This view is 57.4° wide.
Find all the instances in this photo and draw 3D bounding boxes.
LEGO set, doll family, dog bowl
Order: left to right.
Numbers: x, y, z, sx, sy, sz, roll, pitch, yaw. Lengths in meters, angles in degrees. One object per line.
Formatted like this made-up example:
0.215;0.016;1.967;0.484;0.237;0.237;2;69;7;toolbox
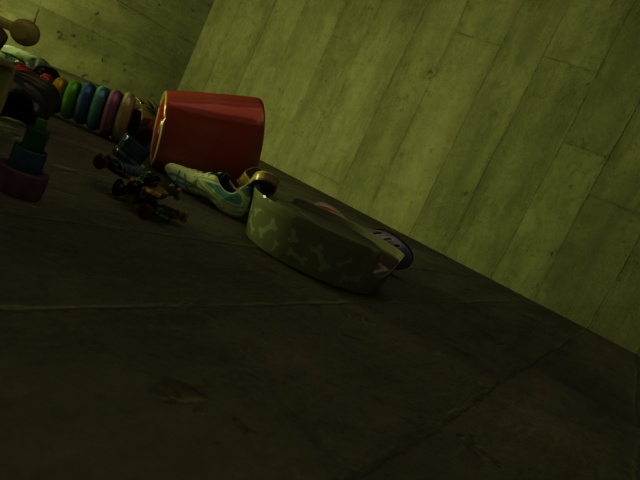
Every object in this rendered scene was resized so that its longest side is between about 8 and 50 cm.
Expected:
-0.313;-0.092;1.002;0.192;0.076;0.111;24;11;31;doll family
-0.410;-0.249;1.663;0.227;0.087;0.093;28;9;-31;LEGO set
0.000;0.000;1.233;0.348;0.102;0.349;24;8;-3;dog bowl

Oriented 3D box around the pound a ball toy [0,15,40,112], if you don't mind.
-0.679;-0.354;1.058;0.319;0.208;0.136;24;8;-6;pound a ball toy

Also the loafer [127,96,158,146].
-0.567;-0.376;1.797;0.130;0.134;0.366;18;11;-44;loafer

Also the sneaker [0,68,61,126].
-0.695;-0.333;1.217;0.286;0.109;0.130;23;32;-24;sneaker

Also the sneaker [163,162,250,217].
-0.261;-0.133;1.357;0.237;0.086;0.085;27;10;19;sneaker

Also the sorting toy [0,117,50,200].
-0.425;-0.119;0.627;0.127;0.126;0.365;27;9;15;sorting toy

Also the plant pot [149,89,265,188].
-0.299;-0.261;1.507;0.243;0.275;0.275;11;13;-22;plant pot

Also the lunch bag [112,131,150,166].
-0.431;-0.197;1.322;0.067;0.065;0.098;39;1;-24;lunch bag

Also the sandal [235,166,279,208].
-0.151;-0.140;1.397;0.088;0.079;0.240;24;-19;-20;sandal

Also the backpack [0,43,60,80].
-0.872;-0.493;1.703;0.181;0.115;0.152;22;11;-2;backpack

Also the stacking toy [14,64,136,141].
-0.678;-0.385;1.573;0.330;0.141;0.141;18;10;-19;stacking toy

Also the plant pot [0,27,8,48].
-0.962;-0.562;1.524;0.229;0.263;0.263;41;0;-27;plant pot

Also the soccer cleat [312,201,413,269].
0.094;0.006;1.555;0.318;0.109;0.116;27;28;2;soccer cleat
